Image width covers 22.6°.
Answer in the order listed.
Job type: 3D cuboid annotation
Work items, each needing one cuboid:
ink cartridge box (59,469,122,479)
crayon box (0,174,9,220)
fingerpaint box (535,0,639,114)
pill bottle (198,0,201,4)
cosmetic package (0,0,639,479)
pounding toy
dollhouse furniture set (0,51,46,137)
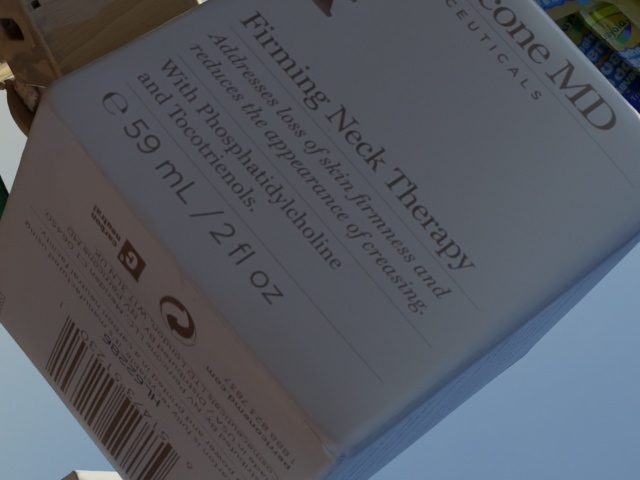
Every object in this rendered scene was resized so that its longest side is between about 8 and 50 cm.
[{"bbox_3d":[-0.232,0.369,1.924,0.201,0.278,0.117,-37,-122,34],"label":"ink cartridge box"},{"bbox_3d":[-0.546,-0.003,1.986,0.323,0.083,0.203,-26,-162,-13],"label":"crayon box"},{"bbox_3d":[0.236,-0.211,1.563,0.445,0.371,0.163,-9,-133,60],"label":"fingerpaint box"},{"bbox_3d":[-0.209,-0.285,2.127,0.119,0.208,0.119,-15,-174,2],"label":"pill bottle"},{"bbox_3d":[0.000,0.000,1.261,0.393,0.329,0.327,-34,168,-32],"label":"cosmetic package"},{"bbox_3d":[-0.230,-0.174,1.266,0.206,0.094,0.181,-33,-159,-20],"label":"pounding toy"},{"bbox_3d":[-0.339,-0.205,1.956,0.174,0.355,0.303,-23,156,-36],"label":"dollhouse furniture set"}]
